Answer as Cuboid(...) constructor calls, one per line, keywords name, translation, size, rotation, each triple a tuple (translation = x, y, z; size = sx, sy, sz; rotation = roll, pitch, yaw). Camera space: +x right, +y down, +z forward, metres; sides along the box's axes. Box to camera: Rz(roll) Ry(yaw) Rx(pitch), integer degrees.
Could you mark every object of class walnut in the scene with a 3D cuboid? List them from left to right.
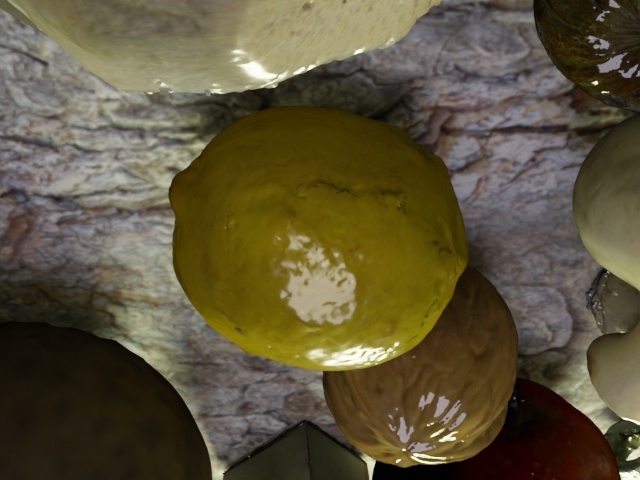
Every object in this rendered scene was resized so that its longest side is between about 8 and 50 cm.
Cuboid(name="walnut", translation=(0.103, 0.130, 1.757), size=(0.228, 0.228, 0.228), rotation=(-3, 137, -3))

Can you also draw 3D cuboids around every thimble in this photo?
Cuboid(name="thimble", translation=(0.385, 0.254, 2.020), size=(0.110, 0.084, 0.062), rotation=(-18, 135, 31))

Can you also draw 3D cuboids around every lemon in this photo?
Cuboid(name="lemon", translation=(-0.002, -0.001, 1.590), size=(0.284, 0.260, 0.260), rotation=(31, 125, -34))

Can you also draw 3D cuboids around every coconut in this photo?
Cuboid(name="coconut", translation=(-0.089, -0.303, 1.184), size=(0.415, 0.415, 0.344), rotation=(13, 126, -19))

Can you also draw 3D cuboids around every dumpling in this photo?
Cuboid(name="dumpling", translation=(0.381, 0.079, 1.837), size=(0.166, 0.086, 0.332), rotation=(-8, 133, -1))

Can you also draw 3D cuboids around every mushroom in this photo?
Cuboid(name="mushroom", translation=(0.386, -0.008, 1.608), size=(0.315, 0.315, 0.356), rotation=(8, 166, -15))

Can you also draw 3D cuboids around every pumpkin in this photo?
Cuboid(name="pumpkin", translation=(0.308, -0.201, 1.475), size=(0.219, 0.162, 0.219), rotation=(-1, 133, -1))

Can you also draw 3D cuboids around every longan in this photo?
Cuboid(name="longan", translation=(-0.302, 0.272, 1.777), size=(0.391, 0.391, 0.391), rotation=(-3, 137, -3))

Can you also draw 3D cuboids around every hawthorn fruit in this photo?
Cuboid(name="hawthorn fruit", translation=(0.194, 0.305, 1.913), size=(0.316, 0.316, 0.316), rotation=(-3, 137, -3))

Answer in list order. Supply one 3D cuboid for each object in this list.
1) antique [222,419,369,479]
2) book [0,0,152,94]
Cuboid(name="antique", translation=(-0.022, 0.330, 2.006), size=(0.146, 0.152, 0.148), rotation=(-35, 127, 25))
Cuboid(name="book", translation=(-0.140, -0.256, 1.463), size=(0.215, 0.025, 0.282), rotation=(31, 126, -34))
